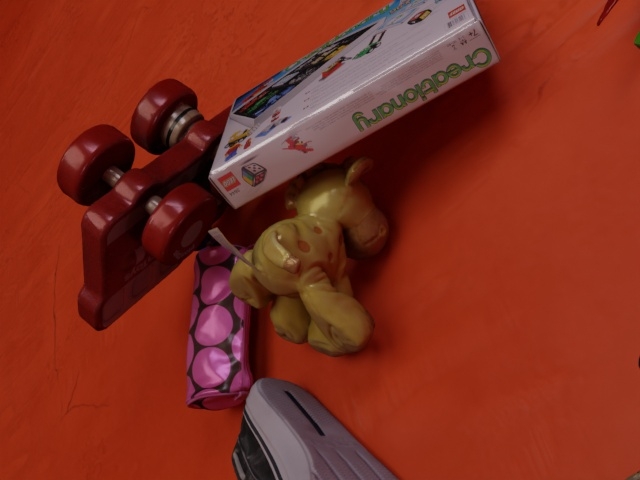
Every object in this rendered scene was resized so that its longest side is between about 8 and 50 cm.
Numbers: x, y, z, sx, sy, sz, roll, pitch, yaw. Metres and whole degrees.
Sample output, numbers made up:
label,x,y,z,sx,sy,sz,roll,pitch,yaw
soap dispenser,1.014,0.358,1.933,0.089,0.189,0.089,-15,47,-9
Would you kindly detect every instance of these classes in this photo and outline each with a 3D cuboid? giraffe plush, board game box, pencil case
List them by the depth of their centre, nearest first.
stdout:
label,x,y,z,sx,sy,sz,roll,pitch,yaw
board game box,0.029,-0.166,0.798,0.305,0.053,0.193,-27,28,20
giraffe plush,0.000,0.000,0.812,0.181,0.210,0.170,9,54,46
pencil case,-0.119,0.107,0.952,0.098,0.095,0.209,-11,67,24

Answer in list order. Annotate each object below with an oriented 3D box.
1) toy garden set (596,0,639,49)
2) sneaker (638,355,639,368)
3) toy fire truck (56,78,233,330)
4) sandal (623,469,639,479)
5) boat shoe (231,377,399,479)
label,x,y,z,sx,sy,sz,roll,pitch,yaw
toy garden set,0.320,-0.248,0.577,0.244,0.049,0.204,-61,31,6
sneaker,0.325,0.019,0.429,0.330,0.130,0.147,-39,40,20
toy fire truck,-0.199,-0.044,0.987,0.169,0.302,0.253,34,140,11
sandal,0.212,0.210,0.538,0.180,0.072,0.049,-53,57,22
boat shoe,0.003,0.265,0.736,0.335,0.121,0.119,43,116,60
